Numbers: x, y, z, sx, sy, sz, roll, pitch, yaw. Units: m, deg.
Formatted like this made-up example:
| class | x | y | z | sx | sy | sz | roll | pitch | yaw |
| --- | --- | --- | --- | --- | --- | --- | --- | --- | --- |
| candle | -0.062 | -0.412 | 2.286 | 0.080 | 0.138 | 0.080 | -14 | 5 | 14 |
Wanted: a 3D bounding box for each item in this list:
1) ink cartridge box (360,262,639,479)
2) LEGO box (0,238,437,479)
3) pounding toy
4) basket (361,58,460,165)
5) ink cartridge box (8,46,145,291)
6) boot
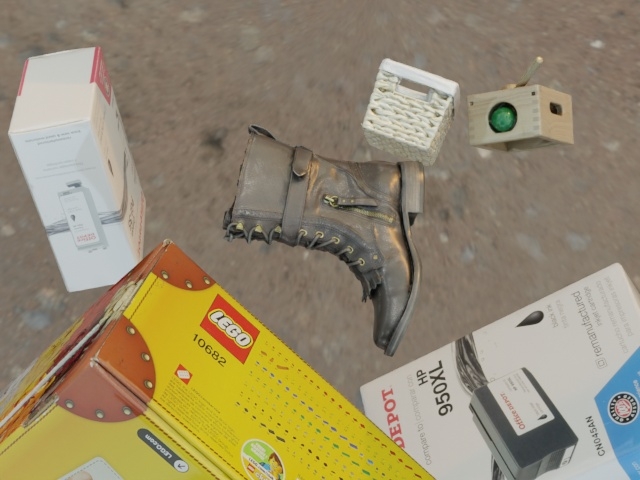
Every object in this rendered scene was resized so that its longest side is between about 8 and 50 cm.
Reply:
| class | x | y | z | sx | sy | sz | roll | pitch | yaw |
| --- | --- | --- | --- | --- | --- | --- | --- | --- | --- |
| ink cartridge box | 0.272 | 0.251 | 1.661 | 0.395 | 0.285 | 0.166 | -28 | 131 | 15 |
| LEGO box | -0.098 | 0.307 | 1.215 | 0.500 | 0.193 | 0.372 | 43 | 122 | -11 |
| pounding toy | 0.277 | -0.183 | 1.779 | 0.130 | 0.141 | 0.100 | -6 | 83 | 35 |
| basket | 0.126 | -0.175 | 1.810 | 0.113 | 0.167 | 0.103 | 20 | 88 | 8 |
| ink cartridge box | -0.339 | -0.101 | 1.848 | 0.117 | 0.207 | 0.283 | -10 | 128 | 2 |
| boot | 0.000 | 0.000 | 1.497 | 0.229 | 0.091 | 0.263 | 6 | 67 | -6 |
